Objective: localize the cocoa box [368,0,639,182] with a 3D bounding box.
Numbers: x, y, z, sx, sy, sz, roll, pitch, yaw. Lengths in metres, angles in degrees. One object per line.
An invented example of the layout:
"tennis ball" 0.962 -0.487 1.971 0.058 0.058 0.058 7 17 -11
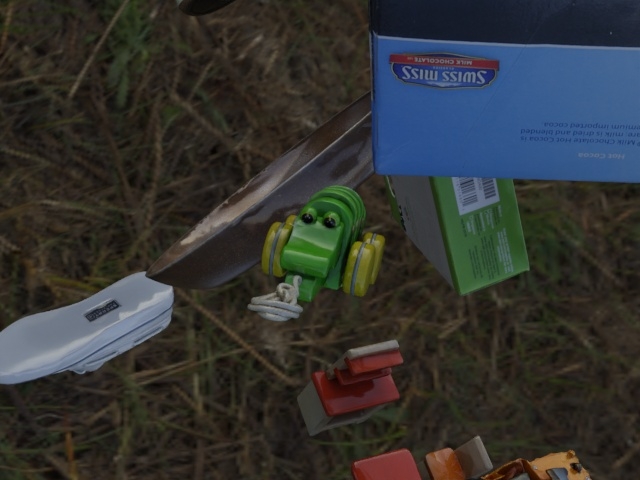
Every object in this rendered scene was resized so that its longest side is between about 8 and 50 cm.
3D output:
"cocoa box" 0.210 -0.192 0.813 0.347 0.228 0.231 2 48 5

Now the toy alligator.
"toy alligator" 0.000 0.000 0.612 0.056 0.189 0.051 13 99 9

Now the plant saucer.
"plant saucer" -0.022 -0.049 1.057 0.050 0.310 0.310 51 58 -7

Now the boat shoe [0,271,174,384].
"boat shoe" -0.298 0.130 1.488 0.258 0.095 0.084 -22 137 -24

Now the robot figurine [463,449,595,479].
"robot figurine" 0.118 0.267 0.998 0.291 0.211 0.085 -8 54 -50

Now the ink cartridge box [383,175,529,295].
"ink cartridge box" 0.152 -0.075 1.474 0.097 0.255 0.189 -19 117 -8

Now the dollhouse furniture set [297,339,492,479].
"dollhouse furniture set" 0.072 0.258 1.299 0.262 0.135 0.259 -9 66 -33

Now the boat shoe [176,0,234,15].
"boat shoe" -0.061 -0.277 1.029 0.072 0.190 0.068 56 14 10
